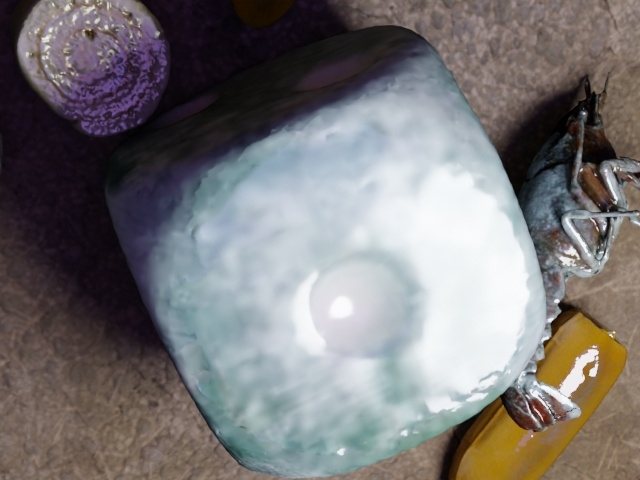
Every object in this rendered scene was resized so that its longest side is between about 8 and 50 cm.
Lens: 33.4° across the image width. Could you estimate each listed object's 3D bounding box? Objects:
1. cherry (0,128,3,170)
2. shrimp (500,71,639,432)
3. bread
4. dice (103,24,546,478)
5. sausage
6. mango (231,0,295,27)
[{"bbox_3d":[-0.393,-0.066,1.003,0.195,0.195,0.195,-5,109,-14],"label":"cherry"},{"bbox_3d":[0.278,0.005,1.179,0.166,0.221,0.410,35,70,-13],"label":"shrimp"},{"bbox_3d":[-0.224,-0.184,1.030,0.134,0.141,0.148,-35,115,-7],"label":"bread"},{"bbox_3d":[0.000,0.000,1.044,0.331,0.348,0.327,-24,109,-1],"label":"dice"},{"bbox_3d":[0.253,0.233,1.323,0.112,0.112,0.328,32,99,-23],"label":"sausage"},{"bbox_3d":[-0.059,-0.296,1.075,0.103,0.076,0.161,-7,113,-19],"label":"mango"}]
